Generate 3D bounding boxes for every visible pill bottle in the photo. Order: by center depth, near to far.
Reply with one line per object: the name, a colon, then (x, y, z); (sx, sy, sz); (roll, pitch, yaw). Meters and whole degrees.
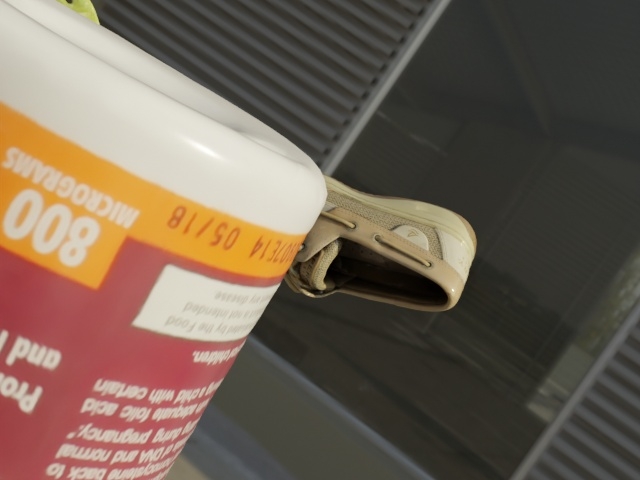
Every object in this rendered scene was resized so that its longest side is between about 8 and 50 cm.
pill bottle: (-0.185, 0.084, 0.470); (0.224, 0.392, 0.224); (30, 7, -4)

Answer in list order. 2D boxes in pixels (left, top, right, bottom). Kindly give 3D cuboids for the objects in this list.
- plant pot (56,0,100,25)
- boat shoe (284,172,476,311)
plant pot: (-0.378, -0.232, 1.244); (0.276, 0.276, 0.254); (34, -8, -22)
boat shoe: (0.000, 0.000, 1.159); (0.341, 0.110, 0.122); (10, -46, 15)
